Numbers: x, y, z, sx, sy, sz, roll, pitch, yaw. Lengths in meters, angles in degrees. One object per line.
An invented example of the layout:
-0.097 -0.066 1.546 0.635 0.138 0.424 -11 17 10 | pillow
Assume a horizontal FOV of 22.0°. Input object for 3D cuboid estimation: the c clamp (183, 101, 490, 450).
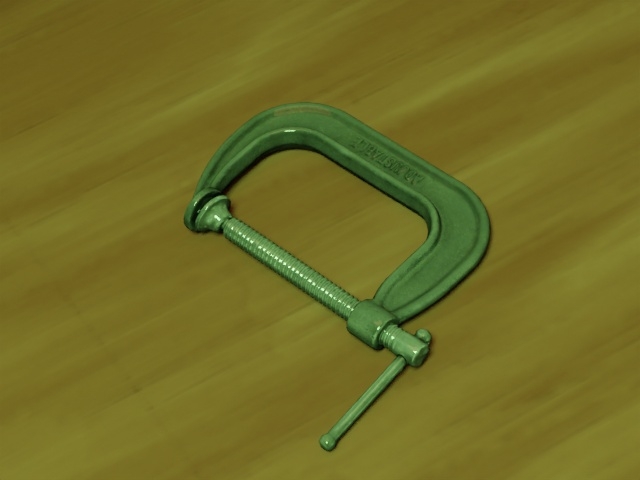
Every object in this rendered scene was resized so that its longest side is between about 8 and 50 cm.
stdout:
0.000 0.000 0.733 0.137 0.022 0.160 -38 56 -20 | c clamp
